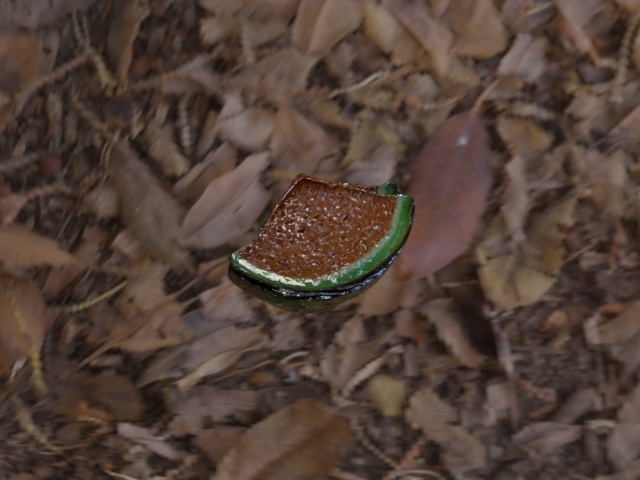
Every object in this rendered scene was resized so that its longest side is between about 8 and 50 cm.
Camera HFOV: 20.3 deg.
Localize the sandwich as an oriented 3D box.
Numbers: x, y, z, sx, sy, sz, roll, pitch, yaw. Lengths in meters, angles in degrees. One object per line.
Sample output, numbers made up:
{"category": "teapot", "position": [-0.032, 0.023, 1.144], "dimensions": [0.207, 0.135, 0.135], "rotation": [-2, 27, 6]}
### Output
{"category": "sandwich", "position": [0.005, 0.000, 0.945], "dimensions": [0.069, 0.026, 0.101], "rotation": [35, 66, 9]}
